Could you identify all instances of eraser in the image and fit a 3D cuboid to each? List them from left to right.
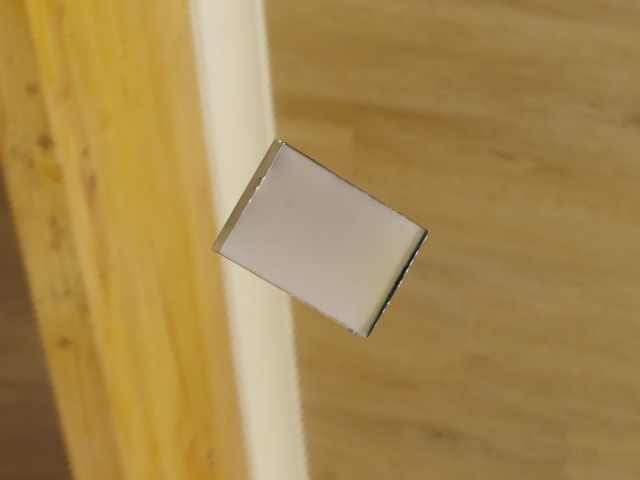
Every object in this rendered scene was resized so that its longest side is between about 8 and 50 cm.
[{"bbox_3d":[0.000,0.000,1.556,0.150,0.103,0.023,31,-2,-23],"label":"eraser"}]
